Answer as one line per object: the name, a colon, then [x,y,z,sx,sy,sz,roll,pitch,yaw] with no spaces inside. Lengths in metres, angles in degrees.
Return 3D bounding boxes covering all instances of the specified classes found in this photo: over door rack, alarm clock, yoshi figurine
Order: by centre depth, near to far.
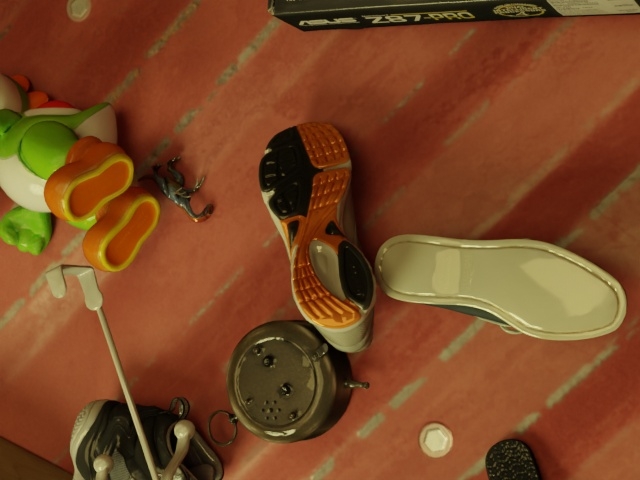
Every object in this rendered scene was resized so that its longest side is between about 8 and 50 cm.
over door rack: [-0.264,0.204,1.336,0.239,0.108,0.324,-26,89,22]
alarm clock: [-0.051,0.161,1.377,0.192,0.064,0.129,-38,73,21]
yoshi figurine: [-0.371,-0.084,1.467,0.362,0.203,0.203,30,110,31]

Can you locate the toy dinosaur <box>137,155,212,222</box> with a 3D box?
toy dinosaur: [-0.156,-0.053,1.459,0.090,0.047,0.082,-30,83,55]

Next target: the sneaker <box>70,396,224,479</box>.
sneaker: [-0.185,0.300,1.406,0.153,0.101,0.268,-11,80,27]

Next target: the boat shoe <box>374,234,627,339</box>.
boat shoe: [0.179,0.044,1.265,0.254,0.079,0.095,4,91,27]

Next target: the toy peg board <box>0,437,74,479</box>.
toy peg board: [-0.394,0.302,1.482,0.161,0.160,0.079,21,111,24]

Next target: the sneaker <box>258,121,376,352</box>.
sneaker: [0.000,0.000,1.344,0.099,0.121,0.262,-11,58,3]

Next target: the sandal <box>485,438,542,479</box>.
sandal: [0.209,0.282,1.266,0.067,0.040,0.179,-20,65,17]

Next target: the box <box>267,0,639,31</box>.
box: [0.145,-0.380,1.294,0.395,0.097,0.318,3,86,27]
